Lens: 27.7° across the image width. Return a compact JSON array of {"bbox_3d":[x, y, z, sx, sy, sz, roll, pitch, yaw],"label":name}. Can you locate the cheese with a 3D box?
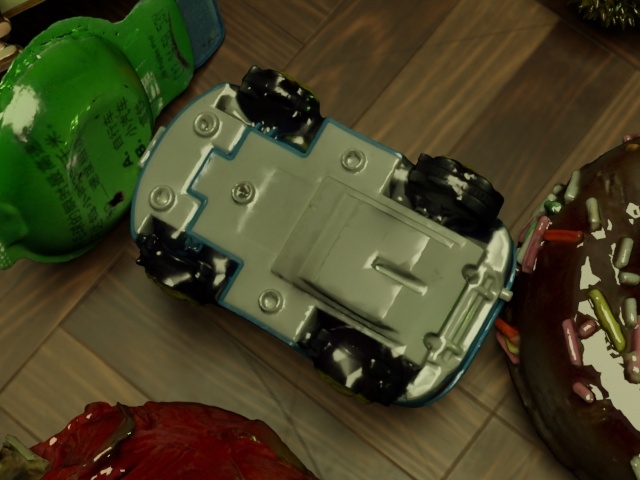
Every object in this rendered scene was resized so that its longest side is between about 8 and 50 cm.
[{"bbox_3d":[-0.176,-0.109,1.072,0.083,0.204,0.320,15,52,28],"label":"cheese"}]

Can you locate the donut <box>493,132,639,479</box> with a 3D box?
[{"bbox_3d":[0.290,0.034,1.043,0.259,0.136,0.345,41,75,10],"label":"donut"}]

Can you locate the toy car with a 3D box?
[{"bbox_3d":[0.000,0.000,1.036,0.314,0.166,0.198,27,83,18],"label":"toy car"}]

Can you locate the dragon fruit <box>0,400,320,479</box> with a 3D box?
[{"bbox_3d":[-0.099,0.259,0.901,0.342,0.277,0.277,40,76,14],"label":"dragon fruit"}]

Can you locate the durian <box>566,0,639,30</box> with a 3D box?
[{"bbox_3d":[0.290,-0.272,1.149,0.193,0.138,0.237,-17,114,-4],"label":"durian"}]

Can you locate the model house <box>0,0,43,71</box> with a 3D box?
[{"bbox_3d":[-0.254,-0.306,1.082,0.244,0.169,0.326,-27,42,-10],"label":"model house"}]
